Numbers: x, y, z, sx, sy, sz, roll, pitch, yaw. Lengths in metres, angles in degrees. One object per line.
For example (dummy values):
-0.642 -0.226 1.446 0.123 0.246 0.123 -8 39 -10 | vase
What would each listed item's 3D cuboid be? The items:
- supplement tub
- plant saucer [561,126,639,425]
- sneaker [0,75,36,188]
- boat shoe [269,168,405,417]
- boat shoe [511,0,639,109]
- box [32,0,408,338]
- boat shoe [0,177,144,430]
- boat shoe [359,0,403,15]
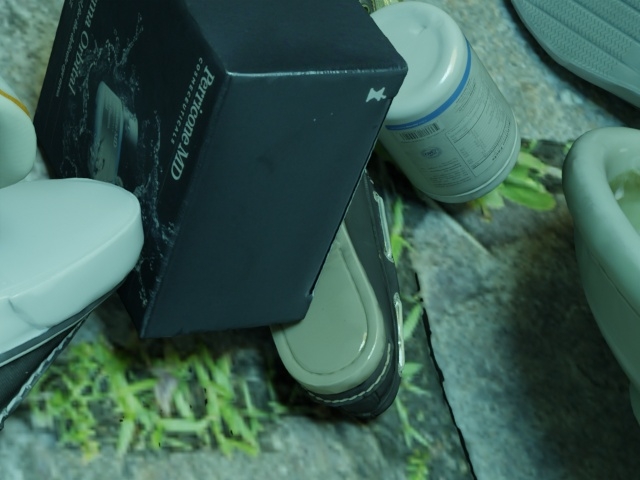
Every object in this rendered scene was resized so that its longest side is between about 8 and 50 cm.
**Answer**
0.059 -0.072 0.918 0.107 0.071 0.071 46 26 -56 | supplement tub
0.269 0.097 0.871 0.400 0.100 0.400 30 20 -12 | plant saucer
-0.245 0.003 0.605 0.127 0.126 0.321 32 57 31 | sneaker
0.000 0.000 0.890 0.065 0.075 0.206 52 21 -51 | boat shoe
0.202 -0.114 1.065 0.226 0.083 0.076 47 10 23 | boat shoe
-0.054 -0.066 0.804 0.093 0.156 0.158 -5 45 -31 | box
-0.186 0.075 0.694 0.108 0.102 0.301 17 39 36 | boat shoe
0.009 -0.144 0.985 0.049 0.056 0.152 -15 66 -42 | boat shoe
